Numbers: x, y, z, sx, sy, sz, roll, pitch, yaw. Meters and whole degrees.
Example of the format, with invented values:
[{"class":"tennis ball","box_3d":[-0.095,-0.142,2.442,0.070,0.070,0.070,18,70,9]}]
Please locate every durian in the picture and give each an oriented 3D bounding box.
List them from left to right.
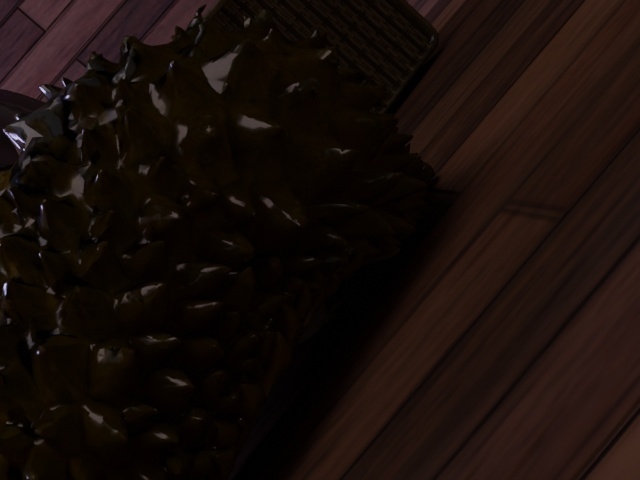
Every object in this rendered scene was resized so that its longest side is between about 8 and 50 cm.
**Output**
[{"class":"durian","box_3d":[-0.075,0.022,0.495,0.183,0.138,0.250,6,54,36]}]

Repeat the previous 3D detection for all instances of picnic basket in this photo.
[{"class":"picnic basket","box_3d":[-0.024,-0.088,0.805,0.164,0.115,0.079,-53,8,-26]}]

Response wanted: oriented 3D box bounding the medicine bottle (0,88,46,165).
[{"class":"medicine bottle","box_3d":[-0.188,0.027,0.786,0.219,0.219,0.388,-49,9,-2]}]
